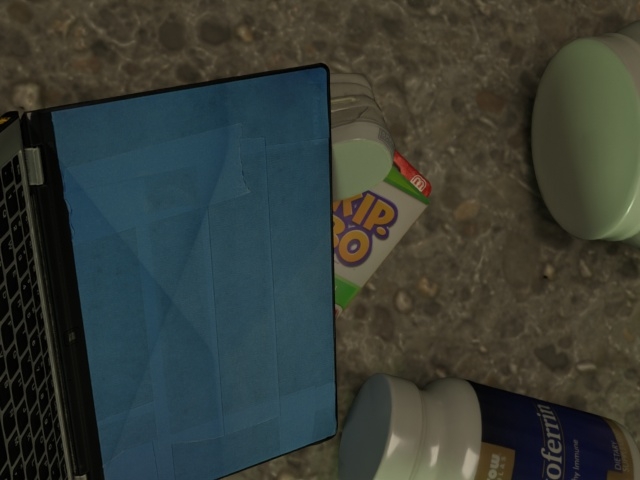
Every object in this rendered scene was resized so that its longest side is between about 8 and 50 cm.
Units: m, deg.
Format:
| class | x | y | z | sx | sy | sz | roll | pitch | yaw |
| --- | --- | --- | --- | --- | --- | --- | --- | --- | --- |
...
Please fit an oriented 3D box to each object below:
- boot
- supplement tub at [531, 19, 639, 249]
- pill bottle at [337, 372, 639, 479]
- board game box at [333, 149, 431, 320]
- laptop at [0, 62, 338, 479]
| class | x | y | z | sx | sy | sz | roll | pitch | yaw |
| --- | --- | --- | --- | --- | --- | --- | --- | --- | --- |
| boot | -0.061 | -0.080 | 0.954 | 0.258 | 0.123 | 0.095 | -15 | 134 | 4 |
| supplement tub | 0.408 | -0.111 | 1.017 | 0.324 | 0.235 | 0.236 | -5 | 87 | -18 |
| pill bottle | 0.161 | 0.219 | 0.958 | 0.264 | 0.153 | 0.153 | 16 | 81 | -15 |
| board game box | 0.000 | 0.000 | 0.989 | 0.124 | 0.039 | 0.259 | 42 | 73 | -10 |
| laptop | -0.118 | 0.101 | 0.745 | 0.236 | 0.408 | 0.382 | 0 | 113 | 5 |
